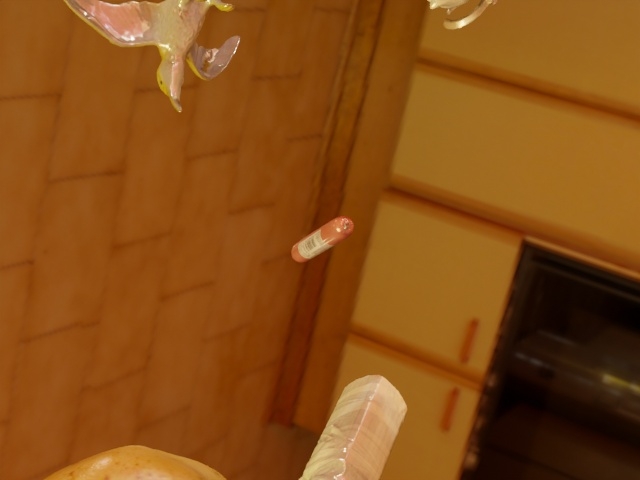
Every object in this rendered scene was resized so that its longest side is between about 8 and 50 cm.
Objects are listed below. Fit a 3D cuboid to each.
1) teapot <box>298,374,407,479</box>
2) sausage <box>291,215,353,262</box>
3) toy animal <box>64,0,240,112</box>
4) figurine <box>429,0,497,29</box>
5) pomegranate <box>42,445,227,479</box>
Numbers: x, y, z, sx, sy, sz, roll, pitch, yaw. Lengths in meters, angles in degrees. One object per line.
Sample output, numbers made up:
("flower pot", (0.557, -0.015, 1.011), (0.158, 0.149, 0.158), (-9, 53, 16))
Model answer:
("teapot", (0.024, 0.253, 1.431), (0.077, 0.107, 0.200), (55, 34, -17))
("sausage", (0.000, 0.000, 1.556), (0.029, 0.029, 0.223), (-61, -170, -18))
("toy animal", (-0.127, -0.190, 1.080), (0.219, 0.155, 0.095), (19, 124, -39))
("figurine", (0.140, -0.325, 1.447), (0.153, 0.132, 0.132), (49, 59, -26))
("pomegranate", (-0.157, 0.273, 0.983), (0.233, 0.233, 0.233), (-44, 145, -43))
